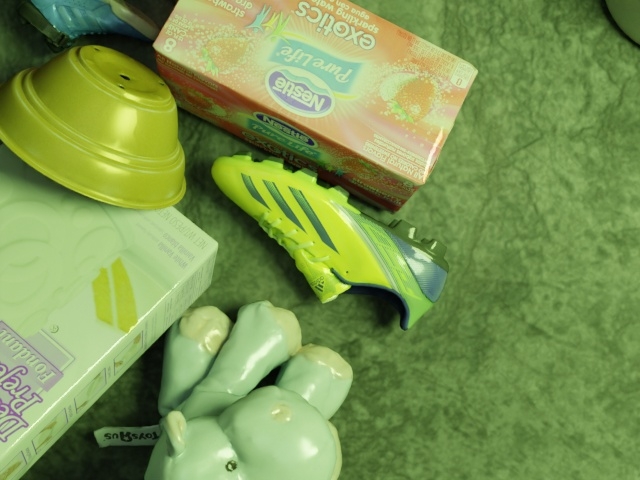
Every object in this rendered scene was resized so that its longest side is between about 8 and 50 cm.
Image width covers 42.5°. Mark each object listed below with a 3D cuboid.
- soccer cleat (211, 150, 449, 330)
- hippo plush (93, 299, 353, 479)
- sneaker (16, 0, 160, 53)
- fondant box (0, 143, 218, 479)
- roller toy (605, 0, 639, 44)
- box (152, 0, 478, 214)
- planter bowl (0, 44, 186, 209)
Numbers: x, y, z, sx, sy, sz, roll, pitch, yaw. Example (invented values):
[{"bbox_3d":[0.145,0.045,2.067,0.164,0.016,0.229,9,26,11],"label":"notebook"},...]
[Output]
[{"bbox_3d":[0.000,0.000,0.899,0.289,0.093,0.121,27,89,-1],"label":"soccer cleat"},{"bbox_3d":[-0.102,0.179,0.810,0.294,0.236,0.234,-14,87,-4],"label":"hippo plush"},{"bbox_3d":[-0.263,-0.241,0.922,0.152,0.058,0.085,26,106,-19],"label":"sneaker"},{"bbox_3d":[-0.296,0.056,0.802,0.238,0.096,0.330,38,60,8],"label":"fondant box"},{"bbox_3d":[0.425,-0.313,0.911,0.209,0.146,0.191,40,85,1],"label":"roller toy"},{"bbox_3d":[-0.009,-0.166,0.872,0.300,0.154,0.142,27,78,-2],"label":"box"},{"bbox_3d":[-0.213,-0.132,0.827,0.217,0.217,0.090,35,113,0],"label":"planter bowl"}]
